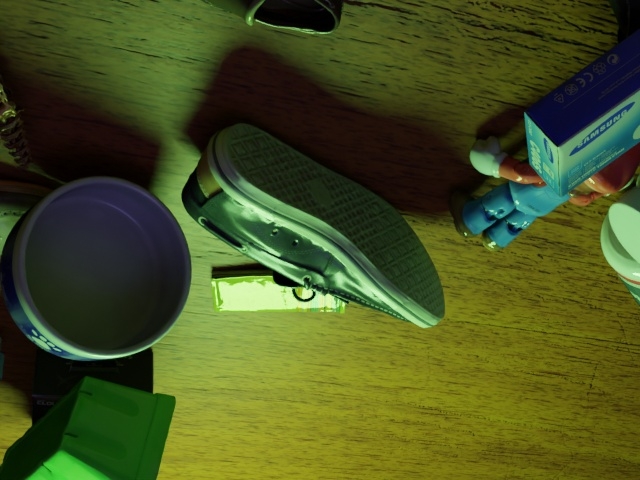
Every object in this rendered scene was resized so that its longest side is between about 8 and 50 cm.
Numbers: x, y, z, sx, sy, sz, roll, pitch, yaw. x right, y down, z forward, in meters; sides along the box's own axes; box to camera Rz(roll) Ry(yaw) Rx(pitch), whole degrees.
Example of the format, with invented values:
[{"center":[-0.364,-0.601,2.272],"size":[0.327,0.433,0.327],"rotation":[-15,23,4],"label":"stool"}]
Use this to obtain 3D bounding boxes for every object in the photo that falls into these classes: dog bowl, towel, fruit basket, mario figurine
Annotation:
[{"center":[-0.330,0.044,1.446],"size":[0.264,0.265,0.104],"rotation":[21,159,-29],"label":"dog bowl"},{"center":[-0.071,0.092,1.714],"size":[0.237,0.021,0.102],"rotation":[0,132,-1],"label":"towel"},{"center":[-0.366,0.468,1.736],"size":[0.391,0.283,0.392],"rotation":[3,128,3],"label":"fruit basket"},{"center":[0.358,-0.114,1.528],"size":[0.320,0.170,0.198],"rotation":[-33,170,39],"label":"mario figurine"}]

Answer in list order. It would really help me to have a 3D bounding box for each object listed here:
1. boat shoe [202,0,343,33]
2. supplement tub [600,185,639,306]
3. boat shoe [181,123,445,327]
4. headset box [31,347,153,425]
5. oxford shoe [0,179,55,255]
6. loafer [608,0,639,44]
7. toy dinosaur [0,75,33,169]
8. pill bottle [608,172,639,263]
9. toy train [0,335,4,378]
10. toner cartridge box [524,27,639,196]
[{"center":[-0.089,-0.317,1.216],"size":[0.257,0.095,0.095],"rotation":[8,136,-17],"label":"boat shoe"},{"center":[0.606,0.039,1.654],"size":[0.191,0.191,0.272],"rotation":[-28,135,21],"label":"supplement tub"},{"center":[0.000,0.000,1.530],"size":[0.500,0.187,0.156],"rotation":[31,131,-29],"label":"boat shoe"},{"center":[-0.432,0.316,1.856],"size":[0.218,0.110,0.293],"rotation":[3,137,-12],"label":"headset box"},{"center":[-0.411,0.020,1.512],"size":[0.363,0.133,0.130],"rotation":[24,130,-31],"label":"oxford shoe"},{"center":[0.403,-0.345,1.289],"size":[0.078,0.080,0.220],"rotation":[-2,137,11],"label":"loafer"},{"center":[-0.489,-0.199,1.257],"size":[0.218,0.164,0.322],"rotation":[-34,113,4],"label":"toy dinosaur"},{"center":[0.578,-0.084,1.455],"size":[0.283,0.161,0.161],"rotation":[-37,138,-9],"label":"pill bottle"},{"center":[-0.639,0.221,1.721],"size":[0.184,0.105,0.080],"rotation":[-24,136,17],"label":"toy train"},{"center":[0.439,-0.212,1.315],"size":[0.347,0.075,0.165],"rotation":[-36,154,0],"label":"toner cartridge box"}]
